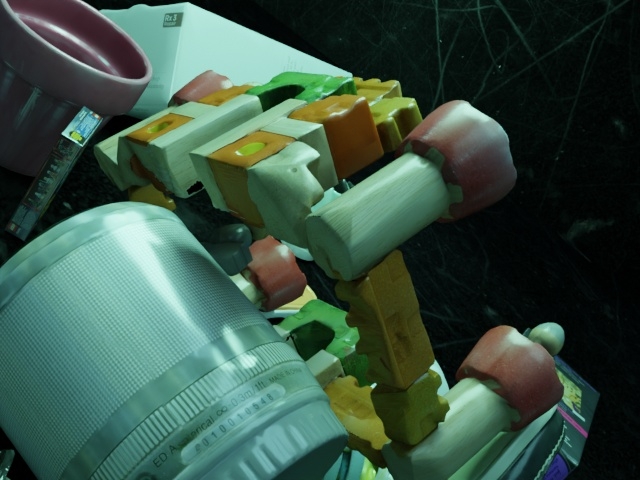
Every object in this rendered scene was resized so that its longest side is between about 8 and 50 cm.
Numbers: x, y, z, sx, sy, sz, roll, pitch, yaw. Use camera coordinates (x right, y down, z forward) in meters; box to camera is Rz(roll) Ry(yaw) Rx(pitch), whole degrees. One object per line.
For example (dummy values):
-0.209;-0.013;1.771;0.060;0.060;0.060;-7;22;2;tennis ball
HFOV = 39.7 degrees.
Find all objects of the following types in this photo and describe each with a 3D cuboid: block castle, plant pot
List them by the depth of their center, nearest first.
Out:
0.000;0.000;0.841;0.453;0.212;0.303;20;-44;51;block castle
-0.335;-0.185;1.076;0.201;0.180;0.201;33;22;-15;plant pot

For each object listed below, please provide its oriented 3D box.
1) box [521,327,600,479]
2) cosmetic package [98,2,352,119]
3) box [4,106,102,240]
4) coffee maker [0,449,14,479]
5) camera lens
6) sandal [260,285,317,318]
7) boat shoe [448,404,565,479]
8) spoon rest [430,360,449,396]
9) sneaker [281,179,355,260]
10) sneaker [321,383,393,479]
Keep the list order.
0.251;0.247;1.171;0.143;0.165;0.270;43;21;12;box
-0.152;-0.243;1.409;0.217;0.156;0.385;8;0;42;cosmetic package
-0.294;-0.075;0.981;0.027;0.137;0.094;33;23;-14;box
-0.196;0.235;0.534;0.178;0.171;0.120;55;43;-16;coffee maker
-0.139;0.122;0.724;0.274;0.219;0.219;46;23;19;camera lens
-0.078;0.049;1.162;0.102;0.076;0.265;49;23;24;sandal
0.124;0.282;0.773;0.113;0.127;0.340;46;61;2;boat shoe
0.118;0.244;1.044;0.084;0.137;0.276;13;45;-48;spoon rest
-0.040;-0.105;1.430;0.094;0.151;0.256;10;34;-48;sneaker
0.057;0.262;0.896;0.319;0.127;0.208;41;17;33;sneaker
